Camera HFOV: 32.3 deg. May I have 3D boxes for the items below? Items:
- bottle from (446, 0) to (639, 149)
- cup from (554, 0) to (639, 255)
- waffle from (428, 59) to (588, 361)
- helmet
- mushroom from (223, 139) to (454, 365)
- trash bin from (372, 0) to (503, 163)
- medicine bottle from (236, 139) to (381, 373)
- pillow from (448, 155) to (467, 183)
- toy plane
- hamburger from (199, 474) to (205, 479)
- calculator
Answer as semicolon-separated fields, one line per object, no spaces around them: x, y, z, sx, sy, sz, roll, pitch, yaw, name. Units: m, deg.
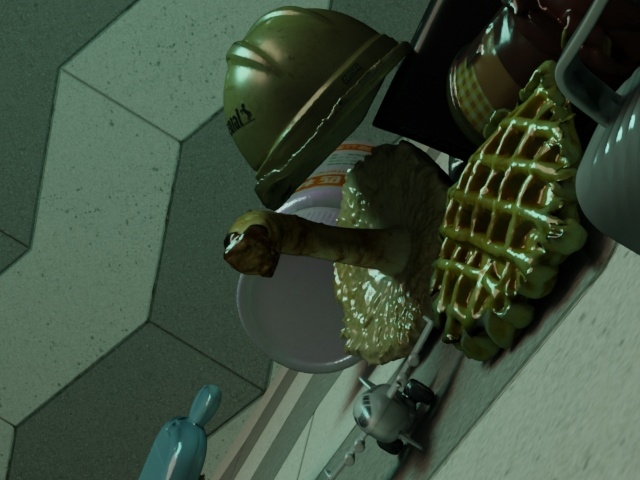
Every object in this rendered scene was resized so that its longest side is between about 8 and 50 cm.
0.206;-0.172;0.880;0.271;0.143;0.156;126;141;-56;bottle
0.154;-0.055;0.423;0.095;0.128;0.129;-61;0;-25;cup
0.139;-0.019;0.831;0.208;0.054;0.214;125;158;-48;waffle
-0.029;-0.150;1.089;0.204;0.137;0.257;-47;-1;-21;helmet
0.028;-0.021;1.103;0.208;0.302;0.233;-45;42;1;mushroom
0.174;-0.191;1.122;0.115;0.165;0.225;-128;61;-87;trash bin
0.024;0.013;1.534;0.219;0.219;0.388;-58;1;25;medicine bottle
0.223;-0.192;1.330;0.186;0.106;0.250;-58;6;38;pillow
0.054;0.140;0.915;0.162;0.065;0.171;-58;3;4;toy plane
-0.132;0.373;1.327;0.185;0.131;0.159;-57;17;32;hamburger
-0.189;0.305;1.285;0.188;0.042;0.302;-177;109;-77;calculator
